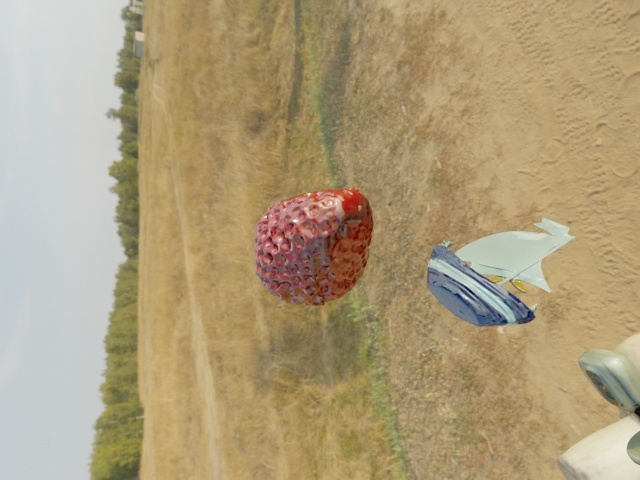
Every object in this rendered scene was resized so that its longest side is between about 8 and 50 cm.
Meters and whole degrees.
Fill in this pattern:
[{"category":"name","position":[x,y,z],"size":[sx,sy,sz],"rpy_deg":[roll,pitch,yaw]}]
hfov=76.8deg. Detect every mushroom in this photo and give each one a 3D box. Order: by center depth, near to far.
[{"category":"mushroom","position":[0.565,0.323,0.647],"size":[0.314,0.336,0.314],"rpy_deg":[55,-177,-4]}]

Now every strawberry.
[{"category":"strawberry","position":[0.000,0.000,0.641],"size":[0.244,0.205,0.205],"rpy_deg":[136,131,-58]}]

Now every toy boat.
[{"category":"toy boat","position":[0.334,0.029,0.711],"size":[0.220,0.291,0.067],"rpy_deg":[42,158,47]}]

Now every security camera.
[{"category":"security camera","position":[0.261,0.137,0.346],"size":[0.092,0.058,0.058],"rpy_deg":[54,143,12]}]
